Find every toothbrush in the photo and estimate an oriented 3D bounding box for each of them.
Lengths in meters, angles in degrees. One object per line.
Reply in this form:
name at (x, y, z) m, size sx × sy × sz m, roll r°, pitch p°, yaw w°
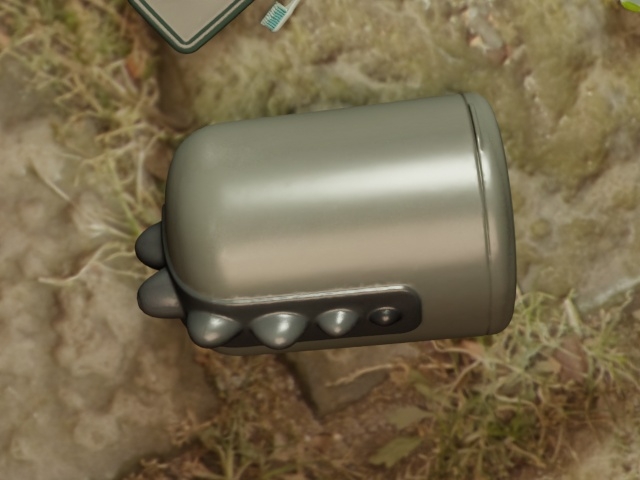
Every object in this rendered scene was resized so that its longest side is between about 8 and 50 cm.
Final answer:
toothbrush at (0.011, -0.261, 1.358) m, size 0.022 × 0.017 × 0.204 m, roll 23°, pitch 112°, yaw -34°

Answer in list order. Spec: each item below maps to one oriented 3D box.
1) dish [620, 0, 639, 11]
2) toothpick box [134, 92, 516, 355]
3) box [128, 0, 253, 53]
dish at (0.285, -0.265, 1.364) m, size 0.091 × 0.039 × 0.137 m, roll 15°, pitch 113°, yaw -16°
toothpick box at (0.000, 0.000, 1.357) m, size 0.316 × 0.229 × 0.229 m, roll -6°, pitch 114°, yaw -1°
box at (-0.100, -0.223, 1.358) m, size 0.126 × 0.031 × 0.091 m, roll -38°, pitch 111°, yaw 14°
